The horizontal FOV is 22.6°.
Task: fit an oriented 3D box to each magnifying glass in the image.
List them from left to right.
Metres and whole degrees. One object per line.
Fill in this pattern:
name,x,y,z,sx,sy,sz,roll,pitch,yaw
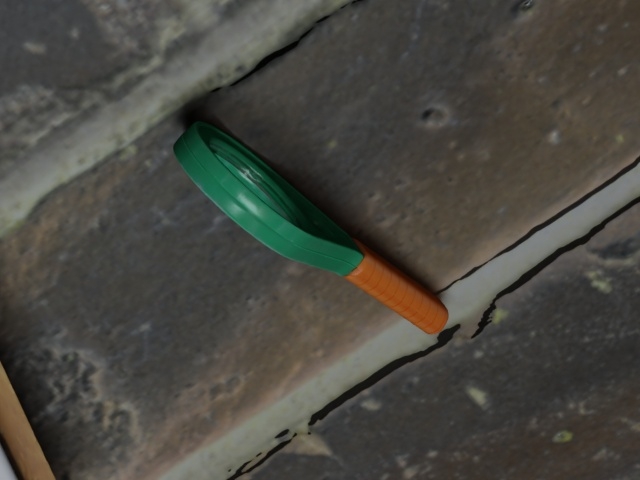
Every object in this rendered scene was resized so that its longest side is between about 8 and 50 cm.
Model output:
magnifying glass,0.000,0.000,0.939,0.026,0.092,0.231,-48,132,11

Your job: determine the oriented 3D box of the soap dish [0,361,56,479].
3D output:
soap dish,-0.284,0.101,0.890,0.229,0.118,0.291,-19,124,-4
